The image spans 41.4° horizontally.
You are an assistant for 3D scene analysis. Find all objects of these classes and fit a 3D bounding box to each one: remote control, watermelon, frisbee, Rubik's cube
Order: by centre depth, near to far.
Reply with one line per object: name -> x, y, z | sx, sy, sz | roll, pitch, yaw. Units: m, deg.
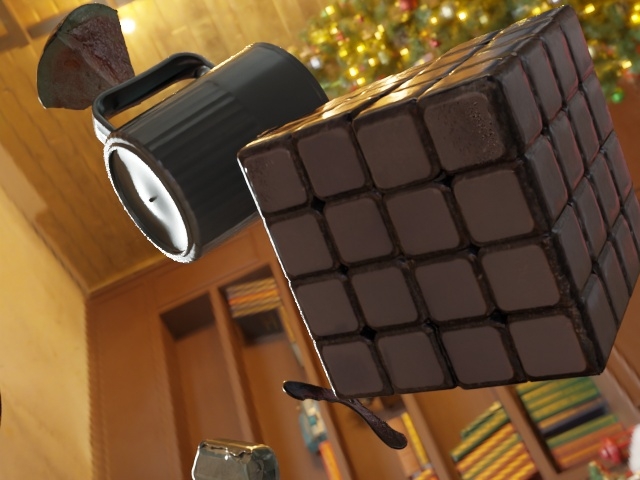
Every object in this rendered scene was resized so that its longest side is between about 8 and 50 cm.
Rubik's cube -> 0.165, -0.042, 1.025 | 0.344, 0.337, 0.344 | -41, -68, -51
remote control -> -0.130, 0.350, 1.259 | 0.247, 0.052, 0.104 | -18, 69, 59
frisbee -> 0.045, 0.244, 1.328 | 0.210, 0.012, 0.187 | 28, -162, -1
watermelon -> -0.424, -0.331, 1.561 | 0.207, 0.136, 0.202 | -56, -49, -34

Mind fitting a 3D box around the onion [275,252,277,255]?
onion -> 0.000, 0.000, 1.349 | 0.184, 0.146, 0.184 | -12, -90, -86

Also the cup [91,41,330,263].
cup -> -0.182, -0.168, 1.387 | 0.331, 0.311, 0.256 | 55, 151, -5
